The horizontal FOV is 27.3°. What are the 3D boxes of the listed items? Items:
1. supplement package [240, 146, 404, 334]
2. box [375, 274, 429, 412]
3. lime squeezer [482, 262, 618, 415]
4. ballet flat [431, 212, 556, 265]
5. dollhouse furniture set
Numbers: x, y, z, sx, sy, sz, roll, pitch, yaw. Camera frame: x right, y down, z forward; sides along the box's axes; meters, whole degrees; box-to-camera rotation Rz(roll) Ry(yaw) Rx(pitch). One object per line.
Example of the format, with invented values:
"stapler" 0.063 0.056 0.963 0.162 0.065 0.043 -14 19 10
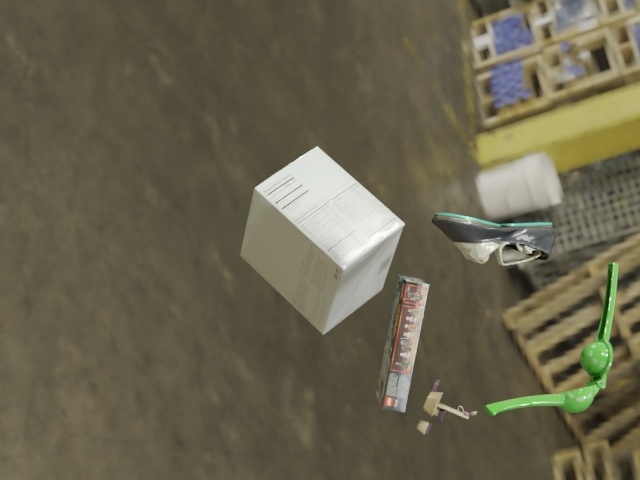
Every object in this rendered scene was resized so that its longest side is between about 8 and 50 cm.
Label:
"supplement package" 0.000 0.000 2.147 0.149 0.194 0.203 -36 68 -31
"box" 0.087 0.108 1.403 0.094 0.027 0.137 -109 -150 -87
"lime squeezer" 0.354 0.169 1.841 0.110 0.310 0.059 42 -25 9
"ballet flat" 0.253 0.001 1.909 0.203 0.074 0.074 5 63 -25
"dollhouse furniture set" 0.202 0.287 2.110 0.114 0.081 0.091 -10 122 -79
